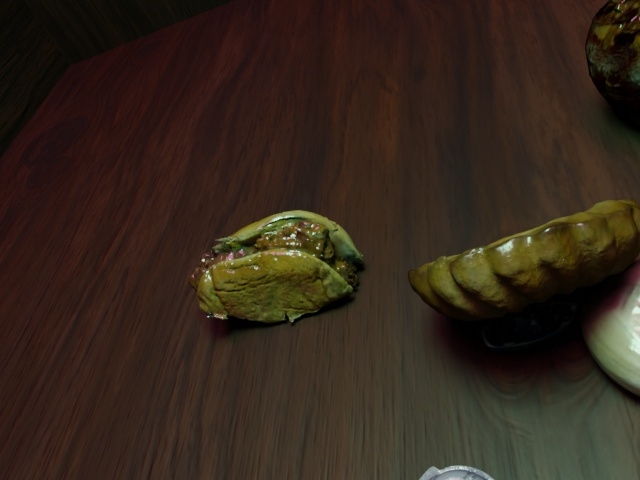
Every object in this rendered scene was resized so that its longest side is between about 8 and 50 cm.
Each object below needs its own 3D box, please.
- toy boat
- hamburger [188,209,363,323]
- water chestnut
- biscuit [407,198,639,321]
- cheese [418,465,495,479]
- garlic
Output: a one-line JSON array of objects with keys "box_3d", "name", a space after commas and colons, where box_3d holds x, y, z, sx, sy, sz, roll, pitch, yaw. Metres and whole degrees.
[{"box_3d": [0.299, 0.119, 0.907, 0.137, 0.061, 0.060, -17, 39, 14], "name": "toy boat"}, {"box_3d": [-0.076, 0.046, 1.149, 0.282, 0.245, 0.155, 20, 37, -10], "name": "hamburger"}, {"box_3d": [0.610, -0.374, 1.059, 0.335, 0.347, 0.335, -25, 29, 15], "name": "water chestnut"}, {"box_3d": [0.284, 0.033, 0.876, 0.326, 0.107, 0.326, -17, -3, -1], "name": "biscuit"}, {"box_3d": [0.190, 0.332, 0.746, 0.105, 0.042, 0.191, -46, 41, -19], "name": "cheese"}, {"box_3d": [0.443, 0.100, 0.804, 0.228, 0.110, 0.217, 7, 54, 37], "name": "garlic"}]
